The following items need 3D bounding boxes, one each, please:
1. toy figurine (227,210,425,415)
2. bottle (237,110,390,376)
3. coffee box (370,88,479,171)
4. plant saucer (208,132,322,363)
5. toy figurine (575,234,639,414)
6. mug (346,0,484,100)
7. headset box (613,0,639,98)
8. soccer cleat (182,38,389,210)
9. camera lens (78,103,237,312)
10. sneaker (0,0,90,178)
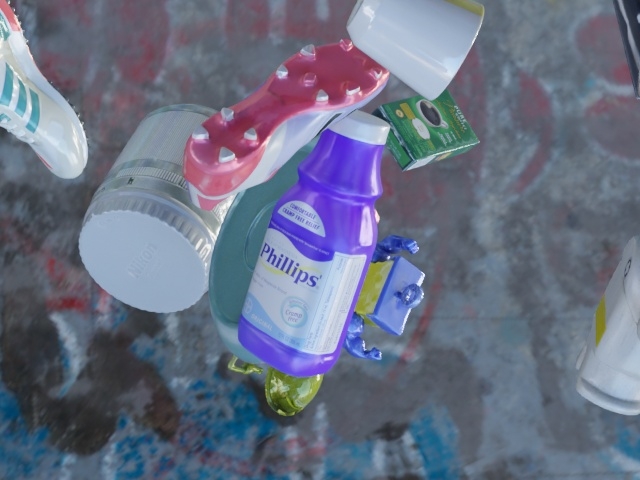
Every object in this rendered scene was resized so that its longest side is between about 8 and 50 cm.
[{"bbox_3d":[0.047,0.090,1.953,0.191,0.217,0.362,44,62,-40],"label":"toy figurine"},{"bbox_3d":[0.000,0.000,1.380,0.118,0.283,0.092,29,19,34],"label":"bottle"},{"bbox_3d":[0.172,-0.182,2.124,0.184,0.040,0.113,-21,75,-47],"label":"coffee box"},{"bbox_3d":[-0.055,0.001,1.660,0.044,0.317,0.317,24,59,-31],"label":"plant saucer"},{"bbox_3d":[0.256,0.048,0.648,0.213,0.148,0.209,0,32,-38],"label":"toy figurine"},{"bbox_3d":[0.052,-0.126,0.747,0.064,0.062,0.078,27,37,-9],"label":"mug"},{"bbox_3d":[0.267,-0.134,0.537,0.293,0.110,0.218,-15,78,17],"label":"headset box"},{"bbox_3d":[-0.035,-0.116,1.272,0.248,0.095,0.083,-35,70,-30],"label":"soccer cleat"},{"bbox_3d":[-0.217,-0.055,1.945,0.219,0.219,0.274,31,44,-8],"label":"camera lens"},{"bbox_3d":[-0.228,-0.099,0.914,0.075,0.057,0.161,-46,124,-33],"label":"sneaker"}]
